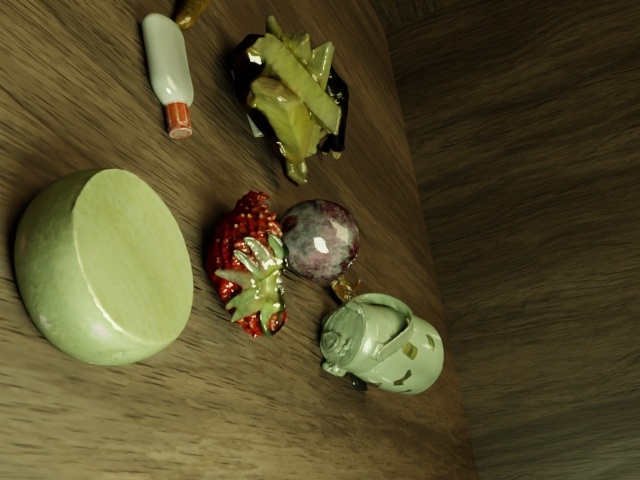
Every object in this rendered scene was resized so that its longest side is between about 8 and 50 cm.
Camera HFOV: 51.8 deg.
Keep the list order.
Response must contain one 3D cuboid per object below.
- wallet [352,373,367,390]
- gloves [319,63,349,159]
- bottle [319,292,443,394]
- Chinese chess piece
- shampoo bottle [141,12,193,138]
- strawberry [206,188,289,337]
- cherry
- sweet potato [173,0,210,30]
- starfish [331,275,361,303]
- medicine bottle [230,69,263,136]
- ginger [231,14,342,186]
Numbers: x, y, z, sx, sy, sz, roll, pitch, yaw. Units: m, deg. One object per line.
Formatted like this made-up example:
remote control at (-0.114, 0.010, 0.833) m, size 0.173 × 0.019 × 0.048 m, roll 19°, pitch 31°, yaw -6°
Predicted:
wallet at (0.097, 0.318, 1.742) m, size 0.082 × 0.018 × 0.156 m, roll 36°, pitch 40°, yaw -56°
gloves at (0.006, -0.379, 1.917) m, size 0.197 × 0.152 × 0.300 m, roll -41°, pitch 131°, yaw -41°
bottle at (0.137, 0.243, 1.617) m, size 0.352 × 0.229 × 0.229 m, roll 29°, pitch 46°, yaw -46°
Chinese chess piece at (-0.265, 0.032, 0.834) m, size 0.250 × 0.101 × 0.250 m, roll -17°, pitch 90°, yaw -71°
shampoo bottle at (-0.267, -0.291, 1.179) m, size 0.108 × 0.051 × 0.220 m, roll 24°, pitch 51°, yaw -69°
strawberry at (-0.140, 0.036, 1.198) m, size 0.306 × 0.138 × 0.233 m, roll -125°, pitch -150°, yaw -66°
cherry at (-0.008, -0.003, 1.485) m, size 0.195 × 0.195 × 0.195 m, roll -17°, pitch 90°, yaw -71°
sweet potato at (-0.261, -0.506, 1.366) m, size 0.273 × 0.067 × 0.067 m, roll -82°, pitch 150°, yaw -42°
starfish at (0.068, 0.126, 1.791) m, size 0.247 × 0.050 × 0.138 m, roll -72°, pitch 141°, yaw -70°
medicine bottle at (-0.136, -0.347, 1.603) m, size 0.201 × 0.052 × 0.171 m, roll -48°, pitch 121°, yaw -66°
ginger at (-0.027, -0.335, 1.514) m, size 0.413 × 0.211 × 0.358 m, roll -78°, pitch 148°, yaw -51°
